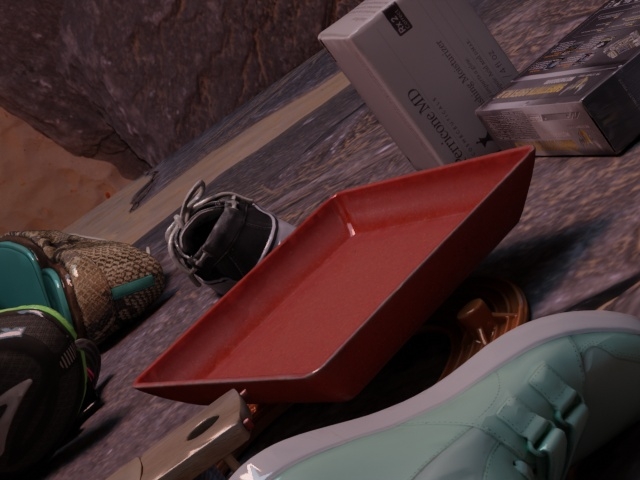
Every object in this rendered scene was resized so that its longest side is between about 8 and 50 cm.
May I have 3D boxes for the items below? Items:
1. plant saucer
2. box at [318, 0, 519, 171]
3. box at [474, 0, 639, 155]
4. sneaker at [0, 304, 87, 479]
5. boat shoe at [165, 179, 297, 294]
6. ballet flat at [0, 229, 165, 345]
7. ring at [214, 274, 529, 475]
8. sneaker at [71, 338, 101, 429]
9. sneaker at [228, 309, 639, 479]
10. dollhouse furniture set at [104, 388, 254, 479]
[{"bbox_3d":[0.015,0.038,1.049,0.258,0.048,0.259,-44,17,-30],"label":"plant saucer"},{"bbox_3d":[0.107,-0.167,1.416,0.119,0.181,0.182,-38,12,-2],"label":"box"},{"bbox_3d":[0.255,-0.149,1.227,0.183,0.056,0.231,-40,12,-11],"label":"box"},{"bbox_3d":[-0.438,0.230,1.378,0.483,0.185,0.202,-31,6,-5],"label":"sneaker"},{"bbox_3d":[-0.112,-0.001,1.539,0.113,0.105,0.306,-61,14,0],"label":"boat shoe"},{"bbox_3d":[-0.330,0.056,1.975,0.182,0.164,0.483,-19,10,-24],"label":"ballet flat"},{"bbox_3d":[-0.003,0.124,0.992,0.336,0.032,0.336,-35,13,9],"label":"ring"},{"bbox_3d":[-0.268,0.159,1.547,0.075,0.063,0.170,-31,18,28],"label":"sneaker"},{"bbox_3d":[0.096,0.126,0.636,0.256,0.094,0.151,-21,41,-30],"label":"sneaker"},{"bbox_3d":[-0.048,0.177,0.677,0.129,0.129,0.184,-37,11,1],"label":"dollhouse furniture set"}]
